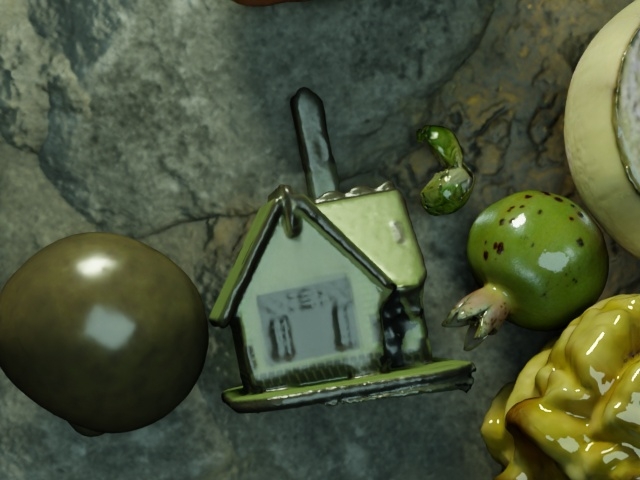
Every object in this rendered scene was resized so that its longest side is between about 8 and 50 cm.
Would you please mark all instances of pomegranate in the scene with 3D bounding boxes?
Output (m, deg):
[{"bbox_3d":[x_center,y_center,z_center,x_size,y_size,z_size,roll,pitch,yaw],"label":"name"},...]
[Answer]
[{"bbox_3d":[0.185,0.036,1.300,0.129,0.129,0.159,25,79,-7],"label":"pomegranate"}]

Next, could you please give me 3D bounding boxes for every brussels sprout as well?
[{"bbox_3d":[0.114,-0.065,1.331,0.051,0.046,0.083,-4,92,-13],"label":"brussels sprout"}]

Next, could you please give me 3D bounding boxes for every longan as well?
[{"bbox_3d":[-0.189,0.088,1.252,0.185,0.159,0.204,13,127,3],"label":"longan"}]

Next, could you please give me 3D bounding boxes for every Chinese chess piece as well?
[{"bbox_3d":[0.350,-0.099,1.298,0.270,0.112,0.270,3,81,-18],"label":"Chinese chess piece"}]

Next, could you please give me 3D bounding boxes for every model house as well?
[{"bbox_3d":[0.000,0.000,1.241,0.205,0.218,0.278,-8,89,-9],"label":"model house"}]

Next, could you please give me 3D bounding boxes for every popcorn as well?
[{"bbox_3d":[0.284,0.155,1.260,0.332,0.225,0.265,-27,140,-13],"label":"popcorn"}]

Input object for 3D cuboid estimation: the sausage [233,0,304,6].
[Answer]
[{"bbox_3d":[0.023,-0.274,1.283,0.259,0.113,0.113,-14,94,-6],"label":"sausage"}]
